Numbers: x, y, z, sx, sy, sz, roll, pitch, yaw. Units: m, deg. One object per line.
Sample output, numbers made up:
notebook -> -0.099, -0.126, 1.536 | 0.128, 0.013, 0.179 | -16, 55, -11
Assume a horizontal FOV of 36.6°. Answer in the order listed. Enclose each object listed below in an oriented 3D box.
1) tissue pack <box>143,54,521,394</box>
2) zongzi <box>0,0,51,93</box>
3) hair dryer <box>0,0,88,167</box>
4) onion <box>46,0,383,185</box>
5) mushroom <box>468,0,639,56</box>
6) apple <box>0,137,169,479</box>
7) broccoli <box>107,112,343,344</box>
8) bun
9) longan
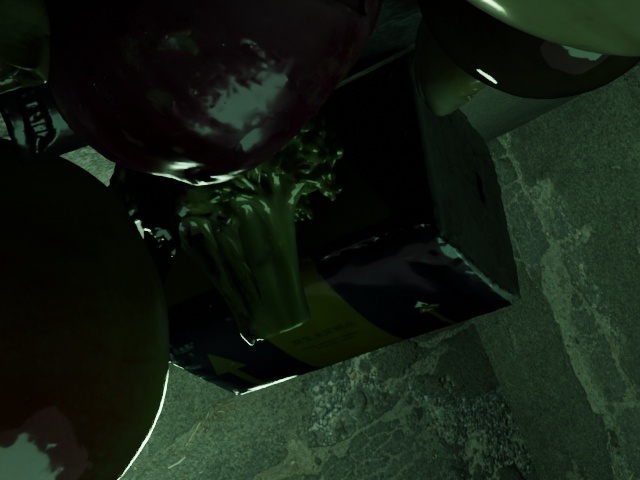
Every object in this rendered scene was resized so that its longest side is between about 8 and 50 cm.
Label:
tissue pack -> 0.000, 0.000, 1.202 | 0.416, 0.264, 0.253 | -22, 144, 27
zongzi -> -0.222, -0.082, 0.311 | 0.204, 0.094, 0.205 | -14, 175, 10
hair dryer -> -0.134, -0.114, 0.647 | 0.197, 0.089, 0.251 | -24, -173, -21
onion -> -0.051, -0.112, 0.451 | 0.177, 0.153, 0.177 | -48, 174, -7
mushroom -> 0.125, -0.175, 0.299 | 0.246, 0.202, 0.246 | 5, 144, 4
apple -> -0.268, 0.074, 0.676 | 0.319, 0.319, 0.277 | -23, 159, 15
broccoli -> -0.093, -0.016, 0.965 | 0.263, 0.243, 0.247 | -16, -172, 40
bun -> 0.146, -0.197, 0.867 | 0.183, 0.102, 0.183 | -40, -179, 1
longan -> 0.145, -0.173, 0.598 | 0.167, 0.167, 0.187 | -22, -178, -10
